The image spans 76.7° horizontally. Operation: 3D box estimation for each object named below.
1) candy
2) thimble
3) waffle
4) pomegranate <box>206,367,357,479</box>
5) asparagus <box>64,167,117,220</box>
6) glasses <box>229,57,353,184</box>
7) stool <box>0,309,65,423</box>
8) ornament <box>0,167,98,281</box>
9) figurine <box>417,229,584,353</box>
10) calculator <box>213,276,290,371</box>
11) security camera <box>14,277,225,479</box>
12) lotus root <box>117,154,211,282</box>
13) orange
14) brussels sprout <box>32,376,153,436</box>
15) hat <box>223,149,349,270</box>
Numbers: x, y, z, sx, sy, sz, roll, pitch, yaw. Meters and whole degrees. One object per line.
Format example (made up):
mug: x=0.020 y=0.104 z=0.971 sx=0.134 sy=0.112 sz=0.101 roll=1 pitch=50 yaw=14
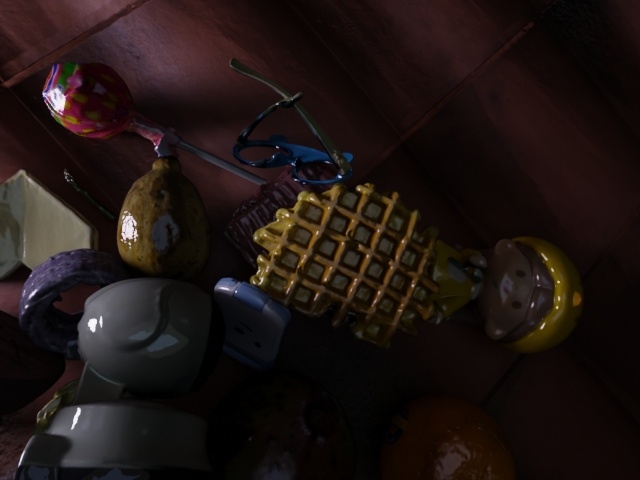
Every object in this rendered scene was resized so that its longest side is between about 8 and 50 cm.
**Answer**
candy: x=-0.258 y=-0.175 z=0.681 sx=0.365 sy=0.124 sz=0.124 roll=24 pitch=78 yaw=-21
thimble: x=-0.346 y=0.089 z=0.593 sx=0.150 sy=0.098 sz=0.150 roll=-14 pitch=117 yaw=-31
waffle: x=0.049 y=0.048 z=0.627 sx=0.309 sy=0.065 sz=0.283 roll=-19 pitch=95 yaw=-3
pomegranate: x=-0.069 y=0.341 z=0.618 sx=0.242 sy=0.242 sz=0.306 roll=5 pitch=126 yaw=-13
asparagus: x=-0.384 y=-0.075 z=0.670 sx=0.114 sy=0.014 sz=0.015 roll=45 pitch=42 yaw=-6
glasses: x=-0.072 y=-0.169 z=0.634 sx=0.239 sy=0.207 sz=0.102 roll=22 pitch=77 yaw=32
stool: x=-0.489 y=0.176 z=0.485 sx=0.272 sy=0.272 sz=0.178 roll=30 pitch=80 yaw=-9
ornament: x=-0.457 y=-0.024 z=0.628 sx=0.201 sy=0.059 sz=0.180 roll=-2 pitch=83 yaw=-17
figurine: x=0.303 y=0.074 z=0.742 sx=0.343 sy=0.187 sz=0.215 roll=19 pitch=89 yaw=-5
calculator: x=-0.112 y=0.136 z=0.628 sx=0.121 sy=0.210 sz=0.039 roll=29 pitch=47 yaw=8
security camera: x=-0.220 y=0.177 z=0.506 sx=0.191 sy=0.197 sz=0.277 roll=12 pitch=55 yaw=-20
lotus root: x=-0.245 y=-0.029 z=0.637 sx=0.138 sy=0.138 sz=0.214 roll=-4 pitch=90 yaw=-14
orange: x=0.207 y=0.370 z=0.673 sx=0.219 sy=0.193 sz=0.219 roll=1 pitch=73 yaw=-3
brussels sprout: x=-0.323 y=0.272 z=0.591 sx=0.151 sy=0.122 sz=0.149 roll=24 pitch=53 yaw=-12
hat: x=0.000 y=0.000 z=0.707 sx=0.236 sy=0.107 sz=0.286 roll=-43 pitch=92 yaw=-13
